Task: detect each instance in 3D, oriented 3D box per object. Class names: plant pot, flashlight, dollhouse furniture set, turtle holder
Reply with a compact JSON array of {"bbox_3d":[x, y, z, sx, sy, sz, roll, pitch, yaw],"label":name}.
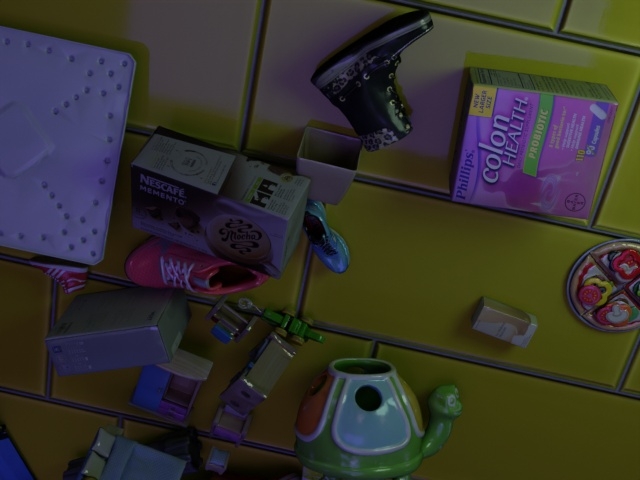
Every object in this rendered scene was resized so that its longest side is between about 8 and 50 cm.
[{"bbox_3d":[0.010,-0.129,1.604,0.109,0.109,0.096,14,129,0],"label":"plant pot"},{"bbox_3d":[-0.409,0.502,1.945,0.304,0.103,0.103,-14,112,14],"label":"flashlight"},{"bbox_3d":[-0.298,0.402,1.749,0.286,0.303,0.198,22,136,-4],"label":"dollhouse furniture set"},{"bbox_3d":[-0.172,0.229,1.757,0.184,0.129,0.129,39,143,-4],"label":"dollhouse furniture set"},{"bbox_3d":[0.109,0.359,1.745,0.320,0.243,0.227,5,99,14],"label":"turtle holder"}]

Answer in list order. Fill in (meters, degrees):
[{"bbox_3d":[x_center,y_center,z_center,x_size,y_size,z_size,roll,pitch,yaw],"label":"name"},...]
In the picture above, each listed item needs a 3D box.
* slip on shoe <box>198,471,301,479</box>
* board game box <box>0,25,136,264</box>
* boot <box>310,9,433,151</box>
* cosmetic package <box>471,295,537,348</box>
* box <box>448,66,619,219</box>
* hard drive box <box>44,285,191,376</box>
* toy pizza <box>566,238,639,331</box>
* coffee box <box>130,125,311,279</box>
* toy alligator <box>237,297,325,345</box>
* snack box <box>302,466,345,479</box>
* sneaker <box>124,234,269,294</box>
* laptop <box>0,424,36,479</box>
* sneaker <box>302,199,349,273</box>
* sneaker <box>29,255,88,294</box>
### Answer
[{"bbox_3d":[-0.207,0.550,1.944,0.331,0.101,0.123,-13,155,3],"label":"slip on shoe"},{"bbox_3d":[-0.552,-0.183,1.614,0.390,0.050,0.390,12,100,1],"label":"board game box"},{"bbox_3d":[0.123,-0.273,1.529,0.236,0.085,0.178,-27,112,24],"label":"boot"},{"bbox_3d":[0.358,0.160,1.728,0.115,0.041,0.060,19,116,-3],"label":"cosmetic package"},{"bbox_3d":[0.360,-0.169,1.531,0.243,0.117,0.213,9,116,3],"label":"box"},{"bbox_3d":[-0.393,0.171,1.744,0.232,0.181,0.089,-9,114,11],"label":"hard drive box"},{"bbox_3d":[0.570,0.091,1.676,0.201,0.032,0.201,2,115,5],"label":"toy pizza"},{"bbox_3d":[-0.183,-0.068,1.592,0.297,0.119,0.168,20,138,7],"label":"coffee box"},{"bbox_3d":[-0.079,0.165,1.781,0.190,0.056,0.051,24,159,2],"label":"toy alligator"},{"bbox_3d":[0.046,0.558,1.880,0.175,0.070,0.207,3,85,9],"label":"snack box"},{"bbox_3d":[-0.235,0.047,1.692,0.314,0.136,0.116,-5,113,9],"label":"sneaker"},{"bbox_3d":[-0.877,0.564,1.963,0.382,0.408,0.236,-16,79,13],"label":"laptop"},{"bbox_3d":[0.000,0.000,1.676,0.063,0.073,0.162,-26,110,17],"label":"sneaker"},{"bbox_3d":[-0.530,0.071,1.789,0.118,0.042,0.067,10,113,0],"label":"sneaker"}]
